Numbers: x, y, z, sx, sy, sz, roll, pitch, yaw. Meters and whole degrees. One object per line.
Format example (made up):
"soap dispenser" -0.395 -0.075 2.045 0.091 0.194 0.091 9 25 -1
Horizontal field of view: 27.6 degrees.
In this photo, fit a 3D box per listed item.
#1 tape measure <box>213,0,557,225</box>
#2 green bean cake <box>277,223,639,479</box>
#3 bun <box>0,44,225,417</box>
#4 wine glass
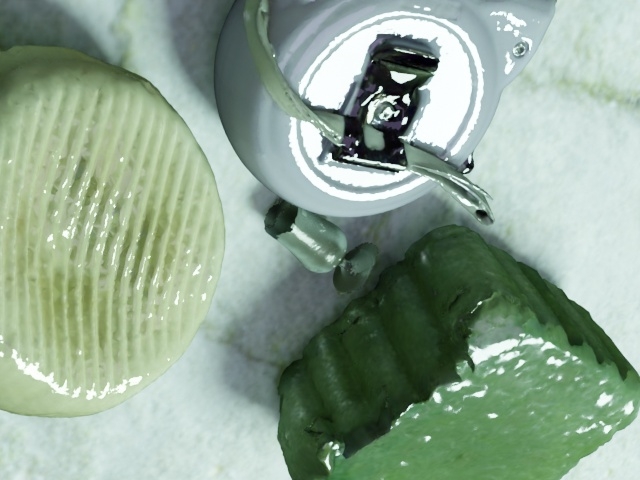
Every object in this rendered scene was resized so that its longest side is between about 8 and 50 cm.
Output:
"tape measure" 0.033 -0.095 0.784 0.196 0.105 0.178 0 124 -28
"green bean cake" 0.092 0.120 0.960 0.227 0.125 0.222 -48 133 14
"bun" -0.163 -0.006 0.745 0.222 0.127 0.222 -9 103 -41
"wine glass" 0.000 0.000 0.883 0.042 0.039 0.083 -43 127 11
